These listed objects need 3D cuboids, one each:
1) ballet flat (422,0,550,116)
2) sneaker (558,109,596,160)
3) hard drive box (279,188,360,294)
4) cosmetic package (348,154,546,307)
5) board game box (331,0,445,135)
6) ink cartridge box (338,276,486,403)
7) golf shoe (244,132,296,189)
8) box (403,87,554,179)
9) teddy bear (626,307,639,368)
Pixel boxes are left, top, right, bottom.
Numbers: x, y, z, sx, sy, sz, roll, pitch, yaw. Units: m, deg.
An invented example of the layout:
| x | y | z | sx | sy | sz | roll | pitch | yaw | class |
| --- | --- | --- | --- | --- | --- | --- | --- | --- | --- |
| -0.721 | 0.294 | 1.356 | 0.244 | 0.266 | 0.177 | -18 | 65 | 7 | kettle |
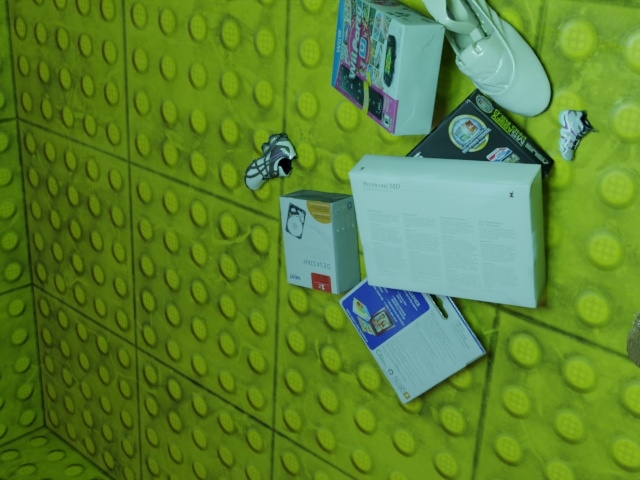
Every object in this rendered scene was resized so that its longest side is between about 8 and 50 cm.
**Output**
| x | y | z | sx | sy | sz | roll | pitch | yaw | class |
| --- | --- | --- | --- | --- | --- | --- | --- | --- | --- |
| 0.291 | -0.400 | 1.637 | 0.139 | 0.139 | 0.400 | -40 | 77 | 44 | ballet flat |
| 0.488 | -0.199 | 1.588 | 0.069 | 0.038 | 0.098 | 5 | 109 | 43 | sneaker |
| 0.000 | 0.000 | 2.092 | 0.181 | 0.089 | 0.232 | 9 | 111 | 42 | hard drive box |
| 0.263 | -0.024 | 1.726 | 0.377 | 0.097 | 0.284 | 7 | 127 | 28 | cosmetic package |
| 0.131 | -0.375 | 1.735 | 0.303 | 0.098 | 0.224 | -128 | 37 | -54 | board game box |
| 0.220 | 0.191 | 1.971 | 0.307 | 0.072 | 0.303 | -42 | 74 | 41 | ink cartridge box |
| -0.128 | -0.182 | 2.157 | 0.094 | 0.077 | 0.198 | 51 | 134 | 17 | golf shoe |
| 0.302 | -0.146 | 1.717 | 0.216 | 0.060 | 0.270 | 43 | 134 | -5 | box |
| 0.641 | 0.100 | 1.464 | 0.245 | 0.113 | 0.338 | -130 | 33 | -61 | teddy bear |
